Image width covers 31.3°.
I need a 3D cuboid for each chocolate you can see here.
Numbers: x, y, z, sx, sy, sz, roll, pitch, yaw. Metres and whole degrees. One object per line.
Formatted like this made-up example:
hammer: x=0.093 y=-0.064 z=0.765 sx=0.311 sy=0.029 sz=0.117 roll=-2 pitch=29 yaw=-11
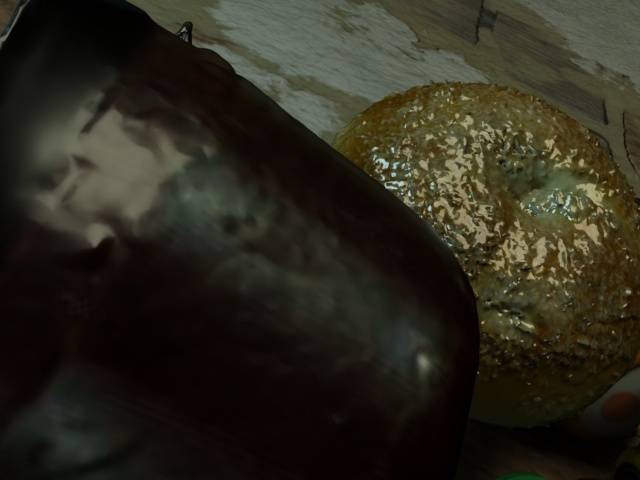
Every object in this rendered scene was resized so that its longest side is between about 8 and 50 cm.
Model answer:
chocolate: x=-0.069 y=0.069 z=0.700 sx=0.331 sy=0.383 sz=0.383 roll=22 pitch=31 yaw=-4

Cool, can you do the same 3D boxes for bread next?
bread: x=0.141 y=-0.003 z=0.919 sx=0.306 sy=0.158 sz=0.305 roll=11 pitch=57 yaw=-17

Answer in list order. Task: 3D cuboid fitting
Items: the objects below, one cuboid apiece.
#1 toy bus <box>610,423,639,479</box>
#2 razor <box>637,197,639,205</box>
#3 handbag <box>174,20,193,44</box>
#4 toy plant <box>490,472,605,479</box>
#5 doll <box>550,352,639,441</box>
toy bus: x=0.362 y=0.173 z=0.910 sx=0.145 sy=0.151 sz=0.331 roll=-1 pitch=-5 yaw=-13
razor: x=0.305 y=-0.009 z=1.336 sx=0.349 sy=0.113 sz=0.204 roll=16 pitch=29 yaw=-15
handbag: x=-0.168 y=-0.172 z=1.214 sx=0.072 sy=0.139 sz=0.115 roll=34 pitch=30 yaw=-2
toy plant: x=0.190 y=0.235 z=0.877 sx=0.200 sy=0.105 sz=0.143 roll=11 pitch=2 yaw=-18
doll: x=0.279 y=0.065 z=1.081 sx=0.213 sy=0.236 sz=0.213 roll=24 pitch=25 yaw=-12
